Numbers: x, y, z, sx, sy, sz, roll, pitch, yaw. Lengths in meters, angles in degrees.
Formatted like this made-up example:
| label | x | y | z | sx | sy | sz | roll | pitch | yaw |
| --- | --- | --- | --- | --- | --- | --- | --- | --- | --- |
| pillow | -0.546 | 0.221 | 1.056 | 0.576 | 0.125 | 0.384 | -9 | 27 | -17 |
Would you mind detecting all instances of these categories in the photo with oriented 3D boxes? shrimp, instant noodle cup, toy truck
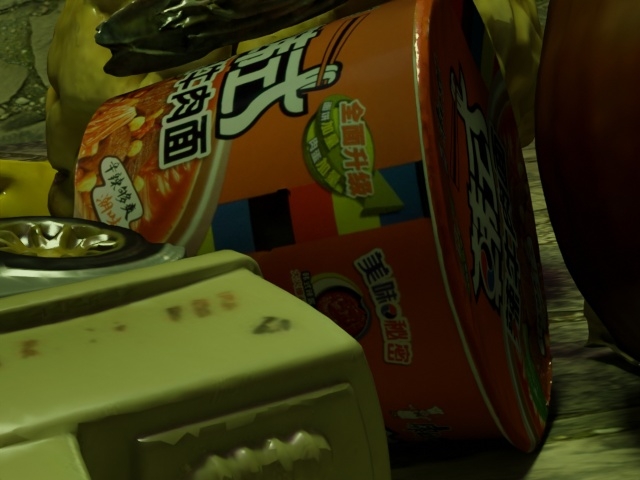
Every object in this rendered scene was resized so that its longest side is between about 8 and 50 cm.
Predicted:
| label | x | y | z | sx | sy | sz | roll | pitch | yaw |
| --- | --- | --- | --- | --- | --- | --- | --- | --- | --- |
| shrimp | 0.023 | -0.151 | 0.932 | 0.296 | 0.058 | 0.169 | -30 | 20 | -33 |
| instant noodle cup | 0.000 | 0.000 | 0.900 | 0.192 | 0.250 | 0.250 | -10 | 7 | 17 |
| toy truck | -0.154 | 0.106 | 0.464 | 0.405 | 0.180 | 0.254 | -8 | 16 | -39 |

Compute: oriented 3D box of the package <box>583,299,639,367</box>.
| label | x | y | z | sx | sy | sz | roll | pitch | yaw |
| --- | --- | --- | --- | --- | --- | --- | --- | --- | --- |
| package | 0.232 | 0.046 | 1.059 | 0.131 | 0.047 | 0.071 | -7 | 7 | -25 |

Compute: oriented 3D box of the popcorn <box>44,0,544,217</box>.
| label | x | y | z | sx | sy | sz | roll | pitch | yaw |
| --- | --- | --- | --- | --- | --- | --- | --- | --- | --- |
| popcorn | -0.015 | -0.117 | 1.221 | 0.344 | 0.354 | 0.390 | 0 | -34 | 25 |

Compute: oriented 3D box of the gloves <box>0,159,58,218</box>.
| label | x | y | z | sx | sy | sz | roll | pitch | yaw |
| --- | --- | --- | --- | --- | --- | --- | --- | --- | --- |
| gloves | -0.247 | -0.009 | 1.381 | 0.116 | 0.133 | 0.294 | 5 | 11 | 39 |

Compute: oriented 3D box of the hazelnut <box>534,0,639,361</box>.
| label | x | y | z | sx | sy | sz | roll | pitch | yaw |
| --- | --- | --- | --- | --- | --- | --- | --- | --- | --- |
| hazelnut | 0.307 | -0.074 | 0.845 | 0.429 | 0.402 | 0.402 | 9 | 15 | 36 |
